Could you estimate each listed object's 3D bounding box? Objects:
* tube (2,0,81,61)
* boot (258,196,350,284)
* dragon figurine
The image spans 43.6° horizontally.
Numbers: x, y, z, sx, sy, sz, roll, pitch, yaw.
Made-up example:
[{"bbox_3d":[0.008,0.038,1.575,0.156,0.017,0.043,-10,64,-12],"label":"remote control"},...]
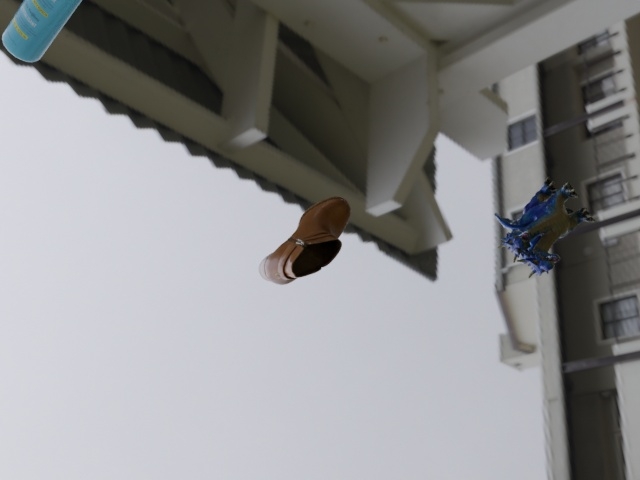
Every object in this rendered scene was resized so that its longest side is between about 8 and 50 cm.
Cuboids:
[{"bbox_3d":[-0.316,-0.302,0.965,0.080,0.207,0.052,53,-147,4],"label":"tube"},{"bbox_3d":[0.000,0.000,1.229,0.197,0.152,0.073,-45,-78,-18],"label":"boot"},{"bbox_3d":[0.325,-0.022,1.235,0.085,0.144,0.289,56,-177,-8],"label":"dragon figurine"}]
